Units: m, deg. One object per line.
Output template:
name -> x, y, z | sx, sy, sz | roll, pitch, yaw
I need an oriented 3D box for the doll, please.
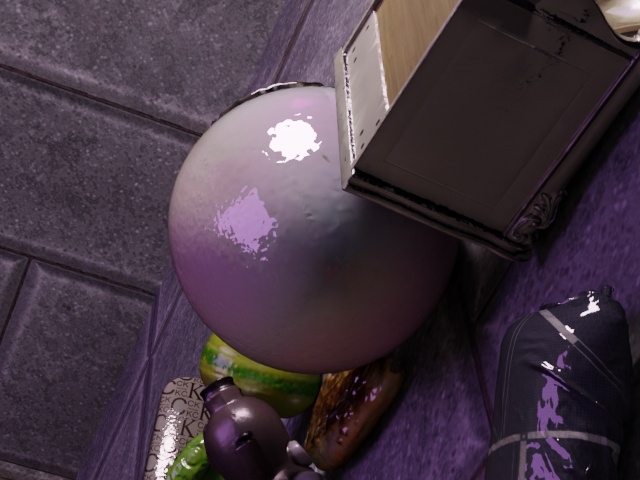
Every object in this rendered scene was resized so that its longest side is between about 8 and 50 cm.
doll -> -0.075, 0.309, 1.744 | 0.117, 0.257, 0.182 | -37, -23, -4

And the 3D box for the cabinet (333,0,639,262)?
cabinet -> 0.189, -0.205, 1.354 | 0.318, 0.227, 0.290 | -58, 19, 30

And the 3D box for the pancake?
pancake -> 0.053, 0.192, 1.749 | 0.266, 0.057, 0.244 | -56, 12, 33

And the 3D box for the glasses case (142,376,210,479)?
glasses case -> -0.254, 0.415, 2.374 | 0.085, 0.137, 0.354 | 115, 166, -54

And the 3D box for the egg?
egg -> 0.000, 0.000, 1.512 | 0.340, 0.355, 0.354 | -119, 49, -75

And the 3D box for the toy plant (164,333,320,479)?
toy plant -> -0.127, 0.297, 1.951 | 0.184, 0.224, 0.315 | 20, 93, 36

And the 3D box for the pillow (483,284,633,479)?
pillow -> 0.199, 0.201, 1.091 | 0.161, 0.093, 0.335 | -35, 39, 60
